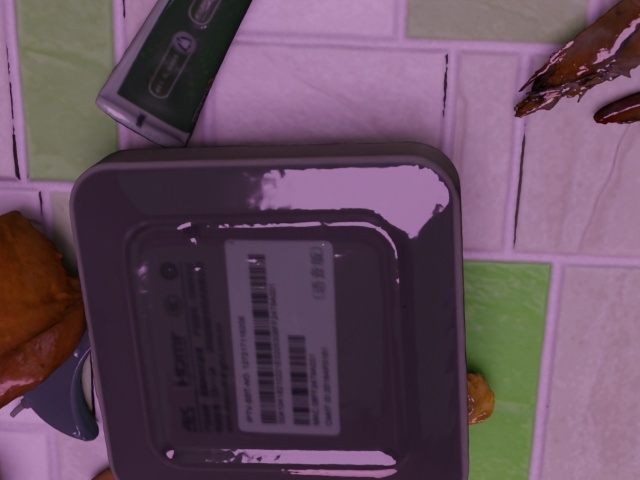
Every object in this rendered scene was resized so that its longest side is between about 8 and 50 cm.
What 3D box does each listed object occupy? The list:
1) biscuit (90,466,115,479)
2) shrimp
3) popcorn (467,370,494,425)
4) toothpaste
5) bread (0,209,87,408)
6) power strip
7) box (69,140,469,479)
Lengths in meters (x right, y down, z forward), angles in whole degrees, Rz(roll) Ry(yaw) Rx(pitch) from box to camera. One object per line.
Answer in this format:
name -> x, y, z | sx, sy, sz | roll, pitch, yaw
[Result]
biscuit -> -0.151, 0.239, 1.294 | 0.164, 0.047, 0.208 | 26, 112, -8
shrimp -> 0.293, -0.163, 1.099 | 0.236, 0.053, 0.133 | -31, 127, 12
popcorn -> 0.136, 0.159, 1.238 | 0.084, 0.084, 0.084 | 2, 113, 4
toothpaste -> -0.082, -0.256, 1.075 | 0.098, 0.061, 0.392 | 30, 115, -8
bread -> -0.406, 0.106, 1.157 | 0.340, 0.179, 0.194 | -20, 97, 19
power strip -> -0.262, 0.126, 1.255 | 0.137, 0.044, 0.216 | 33, 111, -9
box -> -0.045, 0.090, 1.142 | 0.373, 0.090, 0.367 | -2, 109, 9
